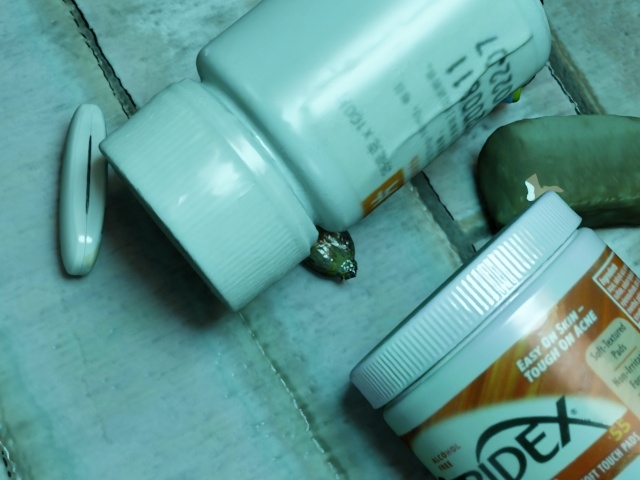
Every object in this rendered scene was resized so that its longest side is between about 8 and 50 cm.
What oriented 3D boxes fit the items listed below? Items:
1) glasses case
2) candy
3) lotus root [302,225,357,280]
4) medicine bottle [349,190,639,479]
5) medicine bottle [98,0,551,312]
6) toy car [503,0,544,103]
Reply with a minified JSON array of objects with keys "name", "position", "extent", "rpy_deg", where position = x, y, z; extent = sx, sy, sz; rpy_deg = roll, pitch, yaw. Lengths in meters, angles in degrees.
[{"name":"glasses case","position":[-0.217,-0.048,1.121],"extent":[0.041,0.063,0.164],"rpy_deg":[7,65,-18]},{"name":"candy","position":[0.277,-0.069,1.291],"extent":[0.234,0.102,0.104],"rpy_deg":[-6,69,-21]},{"name":"lotus root","position":[0.000,0.000,1.187],"extent":[0.054,0.049,0.099],"rpy_deg":[-42,86,-9]},{"name":"medicine bottle","position":[0.193,0.124,1.088],"extent":[0.241,0.252,0.252],"rpy_deg":[47,60,5]},{"name":"medicine bottle","position":[0.005,-0.124,1.090],"extent":[0.371,0.211,0.211],"rpy_deg":[-40,84,-6]},{"name":"toy car","position":[0.169,-0.269,1.303],"extent":[0.142,0.200,0.248],"rpy_deg":[7,63,8]}]
